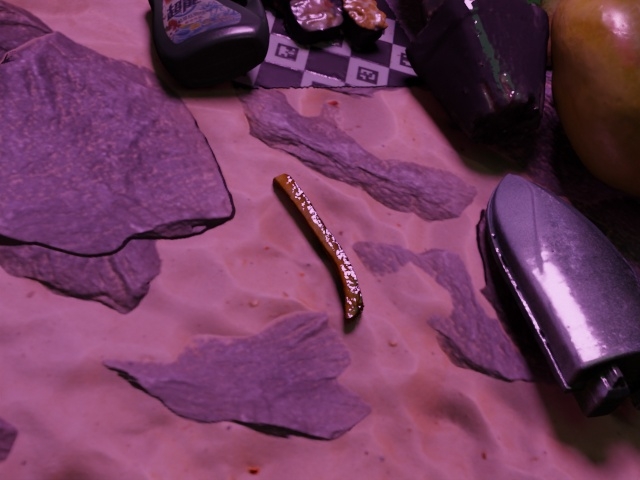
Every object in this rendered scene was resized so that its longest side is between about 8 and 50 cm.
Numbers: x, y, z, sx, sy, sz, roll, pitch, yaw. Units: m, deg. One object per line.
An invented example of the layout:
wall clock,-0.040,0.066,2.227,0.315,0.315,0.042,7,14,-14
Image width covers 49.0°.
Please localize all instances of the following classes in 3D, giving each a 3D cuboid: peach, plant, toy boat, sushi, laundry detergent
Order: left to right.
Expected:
laundry detergent,-0.152,-0.302,0.906,0.145,0.078,0.221,-20,58,0
sushi,-0.009,-0.333,0.990,0.294,0.059,0.292,-8,58,-22
plant,0.214,-0.252,0.935,0.165,0.142,0.255,1,60,-27
toy boat,0.272,0.039,0.785,0.141,0.092,0.319,-3,49,-17
peach,0.448,-0.213,0.879,0.314,0.282,0.315,55,39,-16

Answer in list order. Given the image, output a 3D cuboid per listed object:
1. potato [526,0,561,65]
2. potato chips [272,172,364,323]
potato,0.334,-0.383,1.097,0.299,0.116,0.239,0,60,-15
potato chips,0.000,0.000,0.771,0.037,0.026,0.203,-22,63,-13
